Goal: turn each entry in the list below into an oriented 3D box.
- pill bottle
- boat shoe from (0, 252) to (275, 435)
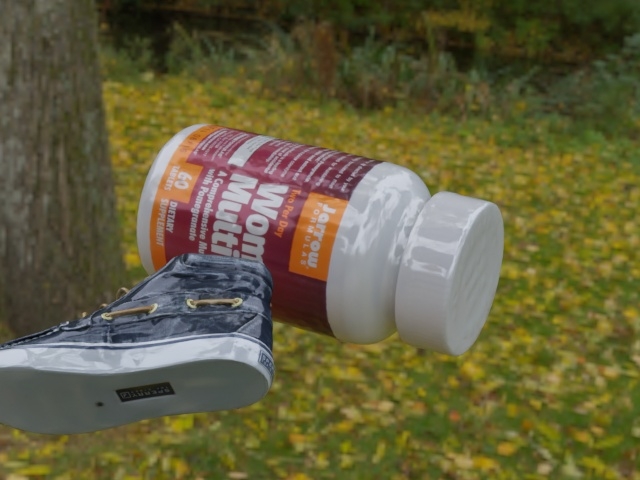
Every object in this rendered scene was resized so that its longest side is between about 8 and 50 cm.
[{"bbox_3d":[0.000,0.000,0.803,0.221,0.121,0.121,14,20,24],"label":"pill bottle"},{"bbox_3d":[-0.114,0.058,0.700,0.183,0.065,0.083,-5,45,8],"label":"boat shoe"}]
